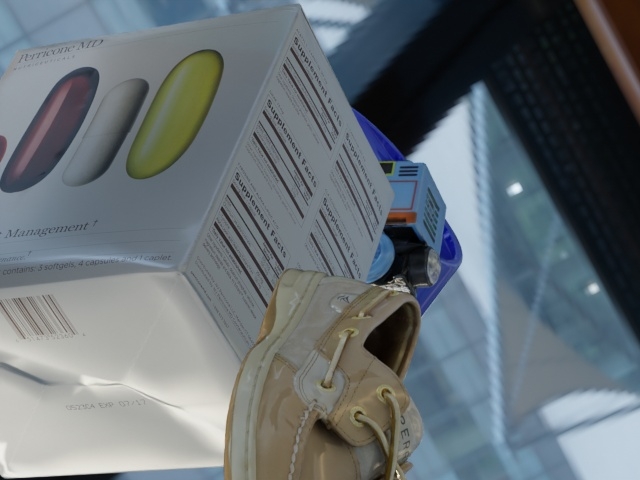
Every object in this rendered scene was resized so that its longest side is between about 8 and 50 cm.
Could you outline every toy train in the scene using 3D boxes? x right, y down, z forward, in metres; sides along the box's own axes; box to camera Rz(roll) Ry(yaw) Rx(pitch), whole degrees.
[{"bbox_3d":[0.000,0.000,1.238,0.080,0.184,0.105,59,-144,-52],"label":"toy train"}]

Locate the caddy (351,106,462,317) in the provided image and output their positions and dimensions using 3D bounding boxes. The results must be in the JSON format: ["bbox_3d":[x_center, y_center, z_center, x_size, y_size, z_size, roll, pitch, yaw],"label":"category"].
[{"bbox_3d":[-0.032,-0.012,1.532,0.241,0.179,0.341,25,-158,-32],"label":"caddy"}]

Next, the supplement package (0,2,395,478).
[{"bbox_3d":[-0.092,0.002,0.941,0.149,0.194,0.203,62,-146,-37],"label":"supplement package"}]

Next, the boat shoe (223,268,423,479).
[{"bbox_3d":[0.005,0.060,0.585,0.170,0.059,0.063,-76,-16,-59],"label":"boat shoe"}]
